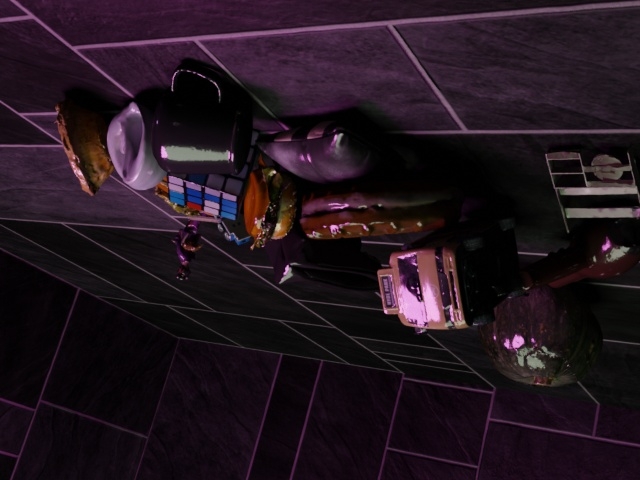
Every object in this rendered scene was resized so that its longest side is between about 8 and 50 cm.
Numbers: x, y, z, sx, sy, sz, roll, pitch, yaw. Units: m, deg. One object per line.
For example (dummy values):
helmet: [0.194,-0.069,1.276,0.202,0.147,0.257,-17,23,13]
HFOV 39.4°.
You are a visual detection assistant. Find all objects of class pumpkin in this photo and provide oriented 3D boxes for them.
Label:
pumpkin: [0.547,0.229,2.205,0.291,0.258,0.327,-10,155,41]

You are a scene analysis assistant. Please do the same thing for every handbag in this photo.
handbag: [0.000,0.000,1.985,0.287,0.152,0.342,16,-153,-29]

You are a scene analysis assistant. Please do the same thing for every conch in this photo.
conch: [-0.359,-0.193,1.796,0.120,0.221,0.185,-16,126,-17]

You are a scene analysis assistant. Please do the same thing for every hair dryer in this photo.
hair dryer: [0.444,0.059,1.725,0.340,0.123,0.312,-19,167,-26]

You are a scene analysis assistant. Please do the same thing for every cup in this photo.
cup: [-0.216,-0.221,1.656,0.176,0.169,0.223,10,132,4]

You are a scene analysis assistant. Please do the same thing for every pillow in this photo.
pillow: [0.015,-0.163,1.694,0.186,0.106,0.249,23,164,-40]

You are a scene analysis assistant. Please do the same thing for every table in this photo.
table: [0.487,-0.096,1.550,0.146,0.062,0.175,2,126,38]

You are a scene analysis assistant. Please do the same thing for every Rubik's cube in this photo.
Rubik's cube: [-0.221,-0.153,1.844,0.154,0.155,0.151,16,161,-3]

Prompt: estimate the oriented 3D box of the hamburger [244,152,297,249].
hamburger: [-0.098,-0.074,1.780,0.093,0.164,0.190,2,149,-15]

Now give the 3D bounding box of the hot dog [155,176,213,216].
hot dog: [-0.332,-0.137,2.076,0.135,0.100,0.337,0,156,39]

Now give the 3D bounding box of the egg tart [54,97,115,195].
egg tart: [-0.492,-0.205,1.894,0.090,0.213,0.212,-18,158,2]

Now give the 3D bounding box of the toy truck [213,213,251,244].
toy truck: [-0.210,-0.076,1.997,0.067,0.175,0.081,-22,158,-30]

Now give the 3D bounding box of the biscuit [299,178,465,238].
biscuit: [0.120,-0.061,1.743,0.331,0.103,0.332,-5,180,0]

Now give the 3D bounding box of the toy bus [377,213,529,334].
toy bus: [0.273,0.060,1.762,0.201,0.177,0.365,-6,-173,30]

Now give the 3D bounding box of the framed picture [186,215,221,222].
framed picture: [-0.168,-0.043,2.242,0.273,0.016,0.216,6,-178,29]

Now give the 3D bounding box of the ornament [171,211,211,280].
ornament: [-0.353,0.012,2.407,0.088,0.203,0.081,10,170,11]
